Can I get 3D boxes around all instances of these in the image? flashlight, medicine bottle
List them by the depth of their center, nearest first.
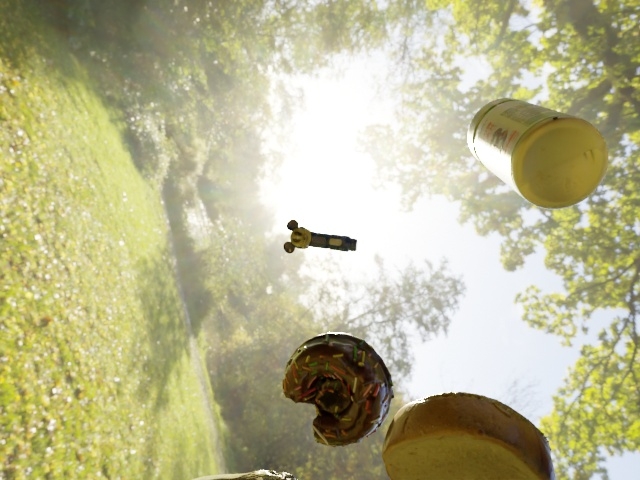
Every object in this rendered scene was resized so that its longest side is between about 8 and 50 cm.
[{"bbox_3d":[0.217,-0.098,0.540,0.183,0.086,0.086,-84,163,-70],"label":"medicine bottle"},{"bbox_3d":[0.000,0.000,0.840,0.035,0.121,0.057,21,77,-82],"label":"flashlight"}]

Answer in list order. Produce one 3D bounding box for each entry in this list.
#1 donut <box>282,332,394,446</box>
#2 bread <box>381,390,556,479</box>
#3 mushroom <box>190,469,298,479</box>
[{"bbox_3d":[0.034,0.301,1.029,0.230,0.216,0.096,71,18,3],"label":"donut"},{"bbox_3d":[0.207,0.311,0.723,0.070,0.236,0.236,-58,145,-52],"label":"bread"},{"bbox_3d":[-0.200,0.456,0.768,0.177,0.397,0.126,47,13,1],"label":"mushroom"}]
